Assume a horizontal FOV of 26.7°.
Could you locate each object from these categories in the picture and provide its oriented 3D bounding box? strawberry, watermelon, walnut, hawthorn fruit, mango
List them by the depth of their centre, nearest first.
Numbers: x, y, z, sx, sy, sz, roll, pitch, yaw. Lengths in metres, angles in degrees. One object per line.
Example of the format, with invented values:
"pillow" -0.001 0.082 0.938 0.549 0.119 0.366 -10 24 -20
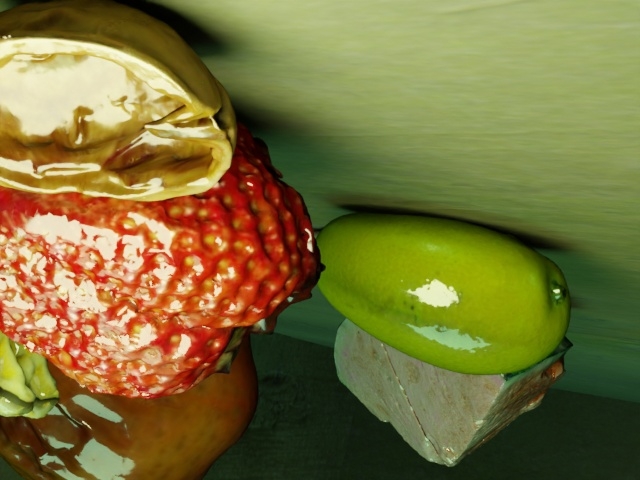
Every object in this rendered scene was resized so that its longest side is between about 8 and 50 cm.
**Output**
"walnut" -0.153 -0.101 0.858 0.211 0.087 0.167 2 150 9
"strawberry" -0.155 -0.004 1.047 0.288 0.250 0.238 8 -141 -36
"mango" 0.119 0.050 1.367 0.273 0.149 0.185 17 175 3
"watermelon" 0.197 0.145 1.878 0.292 0.222 0.319 45 150 29
"hawthorn fruit" -0.334 0.198 2.065 0.471 0.472 0.472 12 173 2

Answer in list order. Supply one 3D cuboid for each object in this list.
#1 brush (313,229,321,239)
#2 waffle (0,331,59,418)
"brush" 0.000 0.000 1.670 0.085 0.020 0.336 16 172 -21
"waffle" -0.303 -0.006 1.087 0.073 0.317 0.297 -19 153 14
